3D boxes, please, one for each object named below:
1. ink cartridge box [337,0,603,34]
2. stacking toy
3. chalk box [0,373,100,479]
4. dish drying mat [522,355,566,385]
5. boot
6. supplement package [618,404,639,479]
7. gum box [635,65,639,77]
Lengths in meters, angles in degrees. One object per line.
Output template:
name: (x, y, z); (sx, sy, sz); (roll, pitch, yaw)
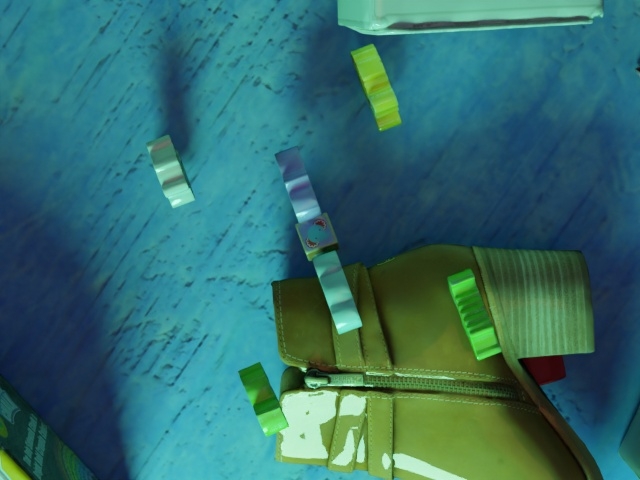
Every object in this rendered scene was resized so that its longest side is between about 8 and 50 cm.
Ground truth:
ink cartridge box: (0.091, -0.243, 1.150); (0.158, 0.092, 0.218); (-4, 98, -15)
stacking toy: (0.000, 0.000, 1.187); (0.167, 0.052, 0.221); (-22, 76, -1)
chalk box: (-0.238, 0.173, 1.202); (0.132, 0.132, 0.213); (-41, 103, 4)
dish drying mat: (0.150, 0.062, 1.284); (0.032, 0.008, 0.083); (-16, 103, -2)
boot: (0.079, 0.145, 1.237); (0.220, 0.109, 0.284); (-5, 99, -2)
supplement package: (0.319, 0.152, 1.274); (0.179, 0.105, 0.105); (23, 100, -12)
gum box: (0.325, -0.125, 1.233); (0.188, 0.062, 0.107); (-36, 104, 2)
